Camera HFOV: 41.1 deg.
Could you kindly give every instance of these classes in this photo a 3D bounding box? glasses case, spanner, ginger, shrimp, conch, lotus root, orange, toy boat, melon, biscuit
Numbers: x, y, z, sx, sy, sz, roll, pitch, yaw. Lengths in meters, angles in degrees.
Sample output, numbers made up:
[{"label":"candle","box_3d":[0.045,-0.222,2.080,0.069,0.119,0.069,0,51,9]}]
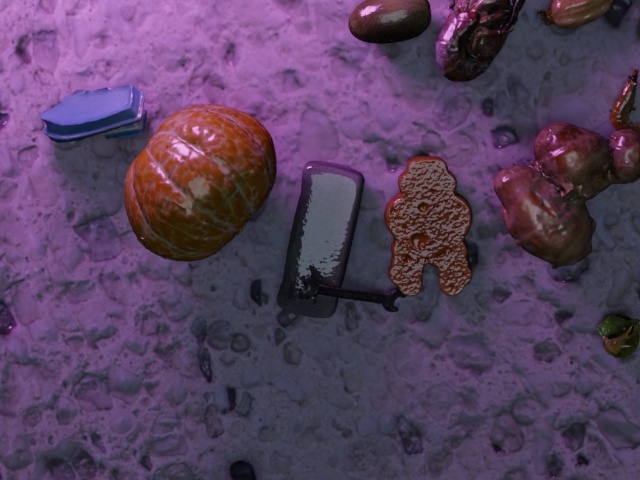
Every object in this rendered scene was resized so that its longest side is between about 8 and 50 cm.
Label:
[{"label":"glasses case","box_3d":[0.000,0.000,1.768,0.131,0.074,0.323,13,105,3]},{"label":"spanner","box_3d":[0.064,0.112,1.761,0.254,0.015,0.054,9,107,-27]},{"label":"ginger","box_3d":[0.481,-0.110,1.656,0.244,0.155,0.304,35,105,-2]},{"label":"shrimp","box_3d":[0.620,-0.270,1.672,0.091,0.025,0.127,6,109,3]},{"label":"conch","box_3d":[0.618,0.192,1.761,0.089,0.074,0.121,29,144,13]},{"label":"lotus root","box_3d":[0.488,-0.443,1.622,0.150,0.062,0.073,-16,125,10]},{"label":"orange","box_3d":[-0.232,-0.112,1.633,0.249,0.329,0.329,38,104,-2]},{"label":"toy boat","box_3d":[-0.461,-0.246,1.745,0.237,0.109,0.098,-9,148,14]},{"label":"melon","box_3d":[0.133,-0.427,1.638,0.162,0.099,0.099,-8,103,9]},{"label":"shrimp","box_3d":[0.311,-0.464,1.606,0.145,0.116,0.343,19,105,-15]},{"label":"biscuit","box_3d":[0.224,-0.027,1.759,0.186,0.044,0.295,0,105,1]}]
